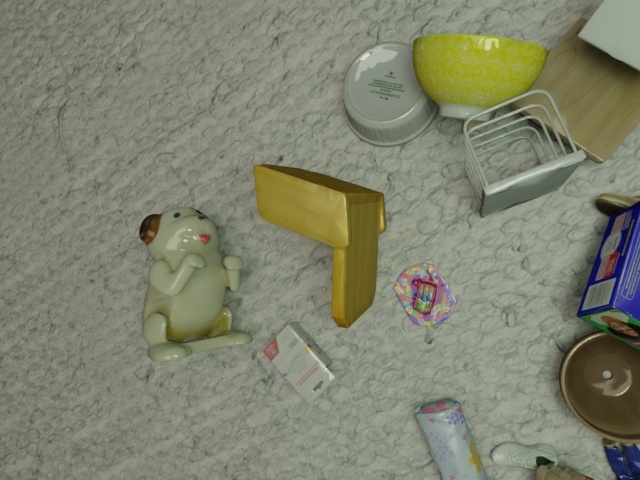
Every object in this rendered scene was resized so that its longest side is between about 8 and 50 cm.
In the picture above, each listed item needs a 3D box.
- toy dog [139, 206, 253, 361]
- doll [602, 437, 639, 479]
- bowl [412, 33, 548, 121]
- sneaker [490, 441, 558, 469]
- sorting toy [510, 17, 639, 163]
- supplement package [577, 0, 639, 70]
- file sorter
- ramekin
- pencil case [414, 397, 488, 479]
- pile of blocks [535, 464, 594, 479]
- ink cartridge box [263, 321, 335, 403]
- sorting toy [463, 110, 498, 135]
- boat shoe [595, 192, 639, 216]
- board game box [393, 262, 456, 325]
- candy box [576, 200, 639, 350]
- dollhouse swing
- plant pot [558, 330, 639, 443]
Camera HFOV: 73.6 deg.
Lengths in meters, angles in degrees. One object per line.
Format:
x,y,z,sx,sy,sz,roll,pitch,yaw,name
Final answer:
-0.384,0.106,1.255,0.395,0.284,0.408,-7,85,54,toy dog
0.716,0.542,0.961,0.129,0.046,0.189,-25,81,36,doll
0.341,-0.354,0.969,0.289,0.289,0.156,13,107,18,bowl
0.491,0.522,1.031,0.152,0.061,0.054,-13,85,18,sneaker
0.629,-0.343,1.016,0.255,0.089,0.257,42,91,16,sorting toy
0.704,-0.487,0.885,0.177,0.293,0.175,40,140,15,supplement package
0.439,-0.185,0.983,0.192,0.277,0.173,-21,76,15,file sorter
0.183,-0.400,1.152,0.272,0.127,0.273,-1,86,17,ramekin
0.329,0.535,1.055,0.124,0.113,0.273,-24,79,39,pencil case
0.603,0.667,0.976,0.112,0.149,0.362,-20,92,-28,pile of blocks
-0.051,0.344,1.211,0.198,0.067,0.115,46,100,17,ink cartridge box
0.412,-0.313,1.121,0.083,0.045,0.075,19,100,17,sorting toy
0.743,-0.077,0.993,0.189,0.068,0.072,23,81,8,boat shoe
0.274,0.146,1.138,0.133,0.033,0.169,-31,78,13,board game box
0.737,0.109,0.870,0.317,0.122,0.268,29,72,6,candy box
0.000,0.000,1.080,0.315,0.347,0.305,20,104,18,dollhouse swing
0.662,0.316,0.963,0.237,0.109,0.238,-1,85,18,plant pot
